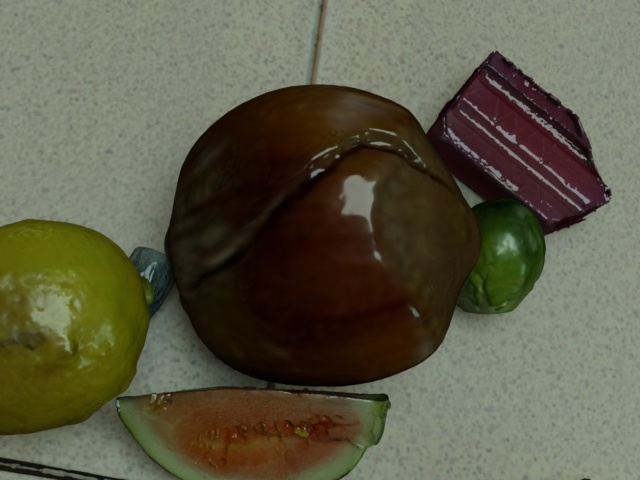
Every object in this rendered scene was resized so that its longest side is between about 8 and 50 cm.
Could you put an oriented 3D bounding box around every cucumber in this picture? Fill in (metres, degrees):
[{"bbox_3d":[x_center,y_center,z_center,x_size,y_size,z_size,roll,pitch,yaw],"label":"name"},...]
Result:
[{"bbox_3d":[-0.218,0.063,1.487,0.064,0.064,0.112,31,69,-5],"label":"cucumber"}]

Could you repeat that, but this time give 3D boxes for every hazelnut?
[{"bbox_3d":[0.000,0.000,1.445,0.372,0.315,0.372,-2,77,9],"label":"hazelnut"}]

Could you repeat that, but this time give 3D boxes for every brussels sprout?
[{"bbox_3d":[0.226,0.020,1.590,0.117,0.155,0.155,2,72,-17],"label":"brussels sprout"}]

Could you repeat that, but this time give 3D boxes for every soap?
[{"bbox_3d":[0.274,-0.115,1.670,0.250,0.099,0.162,40,66,0],"label":"soap"}]

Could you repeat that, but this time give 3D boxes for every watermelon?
[{"bbox_3d":[-0.072,0.232,1.425,0.303,0.159,0.128,1,83,3],"label":"watermelon"}]

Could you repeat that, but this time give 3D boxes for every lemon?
[{"bbox_3d":[-0.319,0.095,1.351,0.288,0.233,0.234,-21,79,-5],"label":"lemon"}]

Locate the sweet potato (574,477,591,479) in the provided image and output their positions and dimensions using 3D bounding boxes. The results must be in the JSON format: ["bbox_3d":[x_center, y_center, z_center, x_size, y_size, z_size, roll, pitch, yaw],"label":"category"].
[{"bbox_3d":[0.186,0.361,1.475,0.336,0.131,0.131,-29,83,-23],"label":"sweet potato"}]
